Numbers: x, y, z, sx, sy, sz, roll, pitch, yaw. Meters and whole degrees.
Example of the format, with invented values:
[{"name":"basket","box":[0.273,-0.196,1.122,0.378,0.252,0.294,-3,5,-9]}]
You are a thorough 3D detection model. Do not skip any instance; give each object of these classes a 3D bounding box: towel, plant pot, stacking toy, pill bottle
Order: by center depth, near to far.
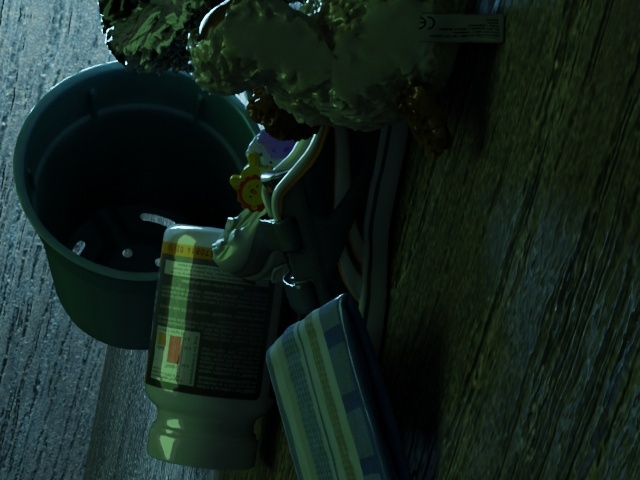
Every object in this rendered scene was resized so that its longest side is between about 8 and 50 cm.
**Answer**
[{"name":"towel","box":[0.017,0.167,1.440,0.285,0.034,0.209,136,119,-71]},{"name":"stacking toy","box":[-0.010,-0.139,1.673,0.221,0.052,0.167,-54,6,13]},{"name":"pill bottle","box":[-0.125,0.125,1.958,0.162,0.162,0.278,-171,89,-78]},{"name":"plant pot","box":[-0.254,-0.022,2.324,0.334,0.341,0.341,103,170,-61]}]

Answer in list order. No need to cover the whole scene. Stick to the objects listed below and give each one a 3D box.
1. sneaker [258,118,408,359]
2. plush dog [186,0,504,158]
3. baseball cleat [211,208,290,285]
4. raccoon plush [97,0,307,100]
[{"name":"sneaker","box":[0.000,0.000,1.562,0.126,0.128,0.321,-171,88,-77]},{"name":"plush dog","box":[0.041,-0.163,1.401,0.262,0.210,0.225,-39,2,2]},{"name":"baseball cleat","box":[-0.027,-0.030,1.828,0.206,0.109,0.072,-41,36,24]},{"name":"raccoon plush","box":[-0.068,-0.265,2.071,0.446,0.299,0.216,19,90,43]}]
